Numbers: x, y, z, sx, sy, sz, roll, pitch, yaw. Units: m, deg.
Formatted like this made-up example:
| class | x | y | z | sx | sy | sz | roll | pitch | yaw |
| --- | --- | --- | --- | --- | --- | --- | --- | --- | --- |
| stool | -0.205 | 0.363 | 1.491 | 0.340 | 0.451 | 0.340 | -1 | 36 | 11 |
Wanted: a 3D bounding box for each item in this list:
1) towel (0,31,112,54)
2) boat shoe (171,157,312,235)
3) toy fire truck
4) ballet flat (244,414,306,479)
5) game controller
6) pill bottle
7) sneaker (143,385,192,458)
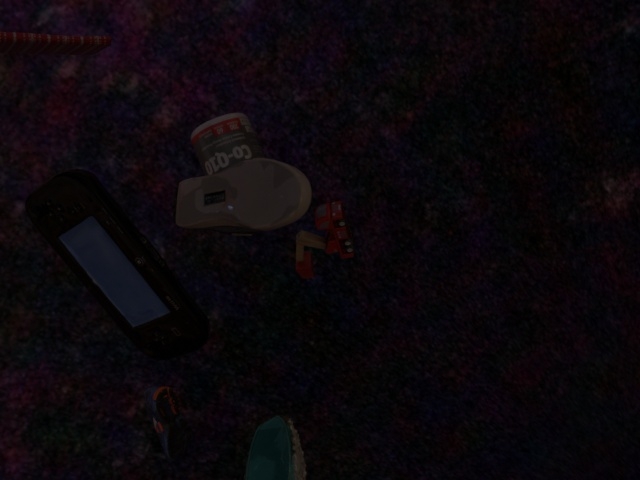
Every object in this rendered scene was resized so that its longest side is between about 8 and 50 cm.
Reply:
| class | x | y | z | sx | sy | sz | roll | pitch | yaw |
| --- | --- | --- | --- | --- | --- | --- | --- | --- | --- |
| towel | -0.571 | -0.393 | 1.407 | 0.199 | 0.275 | 0.031 | 16 | 109 | 61 |
| boat shoe | -0.108 | -0.070 | 1.287 | 0.341 | 0.158 | 0.127 | 2 | 86 | 43 |
| toy fire truck | 0.000 | 0.000 | 1.465 | 0.135 | 0.192 | 0.047 | -9 | 51 | 9 |
| ballet flat | -0.088 | 0.588 | 1.526 | 0.147 | 0.147 | 0.409 | -20 | 47 | 23 |
| game controller | -0.291 | 0.042 | 1.031 | 0.166 | 0.319 | 0.067 | -19 | 23 | 48 |
| pill bottle | -0.211 | -0.168 | 1.831 | 0.161 | 0.161 | 0.283 | -25 | 84 | 20 |
| sneaker | -0.387 | 0.452 | 1.796 | 0.087 | 0.221 | 0.083 | 15 | 31 | 43 |
